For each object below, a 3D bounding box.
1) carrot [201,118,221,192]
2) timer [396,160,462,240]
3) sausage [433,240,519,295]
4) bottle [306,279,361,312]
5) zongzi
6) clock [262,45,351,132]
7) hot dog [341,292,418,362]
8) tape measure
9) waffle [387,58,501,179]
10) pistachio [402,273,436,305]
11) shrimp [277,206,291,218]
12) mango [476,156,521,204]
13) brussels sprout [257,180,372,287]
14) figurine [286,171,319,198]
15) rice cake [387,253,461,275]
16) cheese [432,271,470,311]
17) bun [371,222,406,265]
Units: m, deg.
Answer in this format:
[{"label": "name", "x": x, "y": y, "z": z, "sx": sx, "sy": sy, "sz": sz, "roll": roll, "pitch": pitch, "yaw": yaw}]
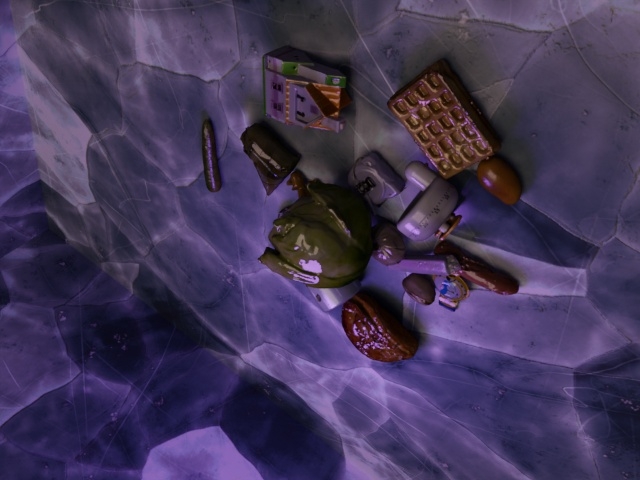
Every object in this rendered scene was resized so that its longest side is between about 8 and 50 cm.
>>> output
[{"label": "carrot", "x": -0.494, "y": -0.373, "z": 2.187, "sx": 0.074, "sy": 0.074, "sz": 0.358, "roll": 21, "pitch": 133, "yaw": 22}, {"label": "timer", "x": 0.340, "y": -0.122, "z": 1.639, "sx": 0.240, "sy": 0.233, "sz": 0.233, "roll": 38, "pitch": 139, "yaw": 0}, {"label": "sausage", "x": 0.560, "y": 0.109, "z": 1.772, "sx": 0.327, "sy": 0.087, "sz": 0.079, "roll": 32, "pitch": 150, "yaw": 12}, {"label": "bottle", "x": 0.003, "y": 0.115, "z": 2.119, "sx": 0.229, "sy": 0.229, "sz": 0.351, "roll": -30, "pitch": 95, "yaw": 47}, {"label": "zongzi", "x": -0.244, "y": -0.325, "z": 2.000, "sx": 0.251, "sy": 0.125, "sz": 0.274, "roll": 45, "pitch": 144, "yaw": -4}, {"label": "clock", "x": -0.034, "y": -0.494, "z": 1.667, "sx": 0.310, "sy": 0.166, "sz": 0.235, "roll": 29, "pitch": 137, "yaw": 25}, {"label": "hot dog", "x": 0.254, "y": 0.404, "z": 2.187, "sx": 0.387, "sy": 0.174, "sz": 0.267, "roll": 42, "pitch": 141, "yaw": -1}, {"label": "tape measure", "x": 0.187, "y": -0.208, "z": 1.778, "sx": 0.196, "sy": 0.105, "sz": 0.178, "roll": 42, "pitch": 139, "yaw": -1}, {"label": "waffle", "x": 0.379, "y": -0.364, "z": 1.510, "sx": 0.327, "sy": 0.098, "sz": 0.224, "roll": 49, "pitch": 140, "yaw": -11}, {"label": "pistachio", "x": 0.395, "y": 0.195, "z": 1.951, "sx": 0.149, "sy": 0.113, "sz": 0.113, "roll": 47, "pitch": 148, "yaw": 39}, {"label": "shrimp", "x": -0.148, "y": -0.112, "z": 2.152, "sx": 0.065, "sy": 0.057, "sz": 0.165, "roll": 60, "pitch": 148, "yaw": 3}, {"label": "mango", "x": 0.563, "y": -0.182, "z": 1.529, "sx": 0.184, "sy": 0.085, "sz": 0.102, "roll": 47, "pitch": 139, "yaw": -14}, {"label": "brussels sprout", "x": 0.010, "y": 0.015, "z": 1.825, "sx": 0.361, "sy": 0.342, "sz": 0.425, "roll": 40, "pitch": 128, "yaw": 4}, {"label": "figurine", "x": -0.056, "y": -0.211, "z": 1.986, "sx": 0.122, "sy": 0.121, "sz": 0.176, "roll": -36, "pitch": 89, "yaw": 20}, {"label": "rice cake", "x": 0.372, "y": 0.089, "z": 1.855, "sx": 0.365, "sy": 0.056, "sz": 0.072, "roll": 2, "pitch": 122, "yaw": 57}, {"label": "cheese", "x": 0.504, "y": 0.198, "z": 1.906, "sx": 0.157, "sy": 0.064, "sz": 0.250, "roll": 26, "pitch": 148, "yaw": 28}, {"label": "bun", "x": 0.241, "y": 0.018, "z": 1.880, "sx": 0.173, "sy": 0.113, "sz": 0.166, "roll": 18, "pitch": 109, "yaw": 51}]
